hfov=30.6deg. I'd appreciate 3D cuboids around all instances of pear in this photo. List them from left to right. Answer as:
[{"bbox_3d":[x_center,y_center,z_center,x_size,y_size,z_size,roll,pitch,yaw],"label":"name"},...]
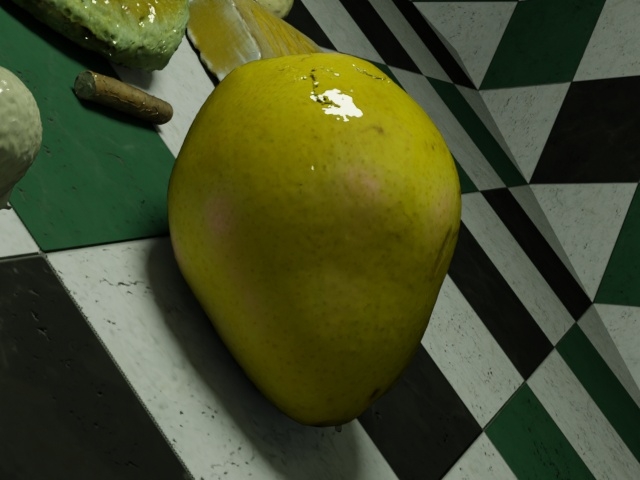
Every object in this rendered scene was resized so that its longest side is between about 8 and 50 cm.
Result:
[{"bbox_3d":[-0.013,-0.005,1.083,0.285,0.336,0.285,17,-14,4],"label":"pear"}]

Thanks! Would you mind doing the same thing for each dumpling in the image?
[{"bbox_3d":[-0.269,-0.088,0.766,0.166,0.126,0.216,44,17,4],"label":"dumpling"}]

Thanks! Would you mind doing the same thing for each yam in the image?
[{"bbox_3d":[-0.199,-0.145,1.206,0.032,0.032,0.145,58,18,19],"label":"yam"}]

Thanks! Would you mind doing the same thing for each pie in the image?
[{"bbox_3d":[-0.259,-0.328,1.266,0.323,0.071,0.323,34,44,-41],"label":"pie"}]

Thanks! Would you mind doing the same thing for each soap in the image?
[{"bbox_3d":[-0.069,-0.246,1.640,0.274,0.089,0.173,20,37,-58],"label":"soap"}]

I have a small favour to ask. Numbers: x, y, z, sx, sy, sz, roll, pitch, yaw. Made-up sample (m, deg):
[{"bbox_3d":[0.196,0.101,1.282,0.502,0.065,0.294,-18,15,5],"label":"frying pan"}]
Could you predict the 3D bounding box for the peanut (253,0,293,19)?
[{"bbox_3d":[-0.091,-0.432,1.927,0.117,0.101,0.263,26,24,-13],"label":"peanut"}]
